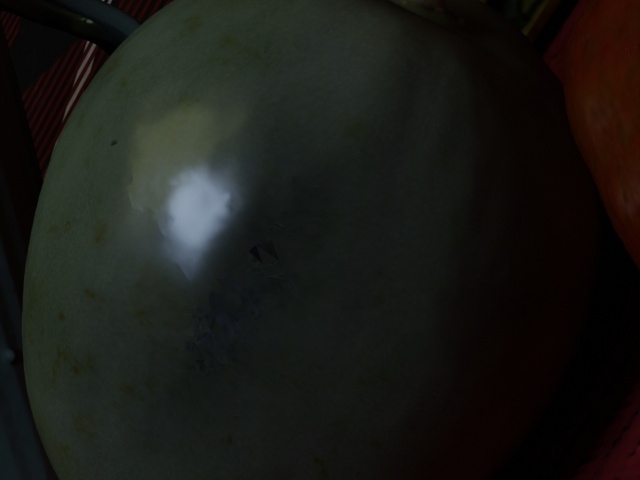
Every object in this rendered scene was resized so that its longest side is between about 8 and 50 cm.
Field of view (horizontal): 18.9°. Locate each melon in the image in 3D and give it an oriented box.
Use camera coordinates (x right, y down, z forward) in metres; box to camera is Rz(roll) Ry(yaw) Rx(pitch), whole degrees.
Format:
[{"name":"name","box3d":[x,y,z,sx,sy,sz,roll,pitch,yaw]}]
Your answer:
[{"name":"melon","box3d":[-0.008,0.013,0.873,0.308,0.272,0.272,-45,26,11]}]

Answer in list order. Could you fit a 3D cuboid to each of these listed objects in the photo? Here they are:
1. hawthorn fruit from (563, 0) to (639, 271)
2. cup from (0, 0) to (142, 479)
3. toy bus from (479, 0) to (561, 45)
[{"name":"hawthorn fruit","box3d":[0.173,-0.050,0.627,0.202,0.185,0.185,122,170,-83]},{"name":"cup","box3d":[-0.291,-0.010,1.345,0.401,0.392,0.310,-18,6,5]},{"name":"toy bus","box3d":[0.063,-0.144,1.057,0.335,0.123,0.121,-56,22,19]}]
